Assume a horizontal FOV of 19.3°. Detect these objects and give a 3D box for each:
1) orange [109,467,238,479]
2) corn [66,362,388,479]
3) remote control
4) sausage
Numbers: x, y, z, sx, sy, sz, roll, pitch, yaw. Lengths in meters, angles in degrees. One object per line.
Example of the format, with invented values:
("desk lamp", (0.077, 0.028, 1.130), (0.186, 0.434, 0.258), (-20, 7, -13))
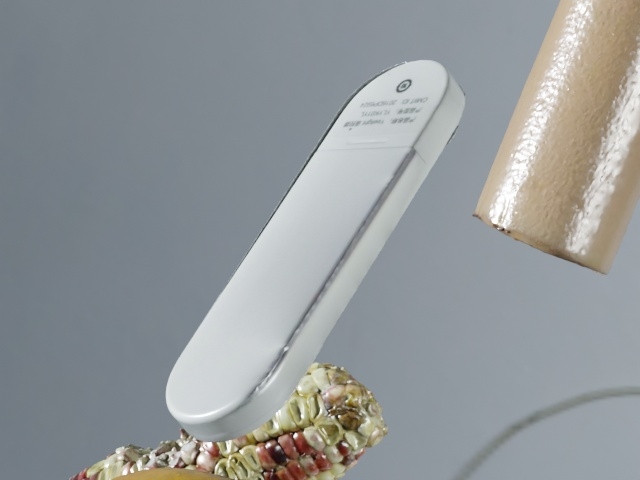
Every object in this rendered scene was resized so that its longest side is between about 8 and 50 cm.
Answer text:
("orange", (-0.087, 0.183, 0.994), (0.170, 0.112, 0.160), (-36, 45, -4))
("corn", (-0.085, 0.162, 1.230), (0.290, 0.098, 0.098), (-33, 66, 17))
("remote control", (0.000, 0.000, 0.955), (0.077, 0.022, 0.245), (2, 50, 45))
("sausage", (0.225, -0.108, 1.533), (0.123, 0.123, 0.253), (23, 92, 38))
